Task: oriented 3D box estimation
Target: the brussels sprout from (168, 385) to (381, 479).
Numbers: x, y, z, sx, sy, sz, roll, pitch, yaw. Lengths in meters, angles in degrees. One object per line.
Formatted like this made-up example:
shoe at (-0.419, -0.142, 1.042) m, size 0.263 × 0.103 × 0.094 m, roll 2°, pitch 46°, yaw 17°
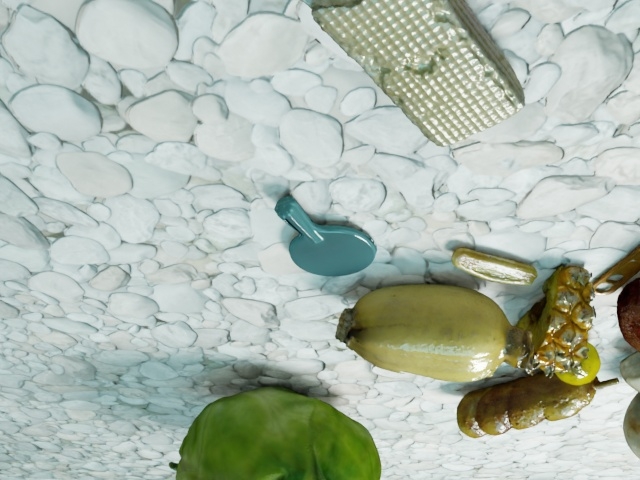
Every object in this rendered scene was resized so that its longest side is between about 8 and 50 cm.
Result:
brussels sprout at (-0.066, 0.487, 1.353) m, size 0.425 × 0.343 × 0.361 m, roll 31°, pitch 143°, yaw -32°

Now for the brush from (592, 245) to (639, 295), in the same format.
brush at (0.465, 0.001, 0.900) m, size 0.090 × 0.017 × 0.314 m, roll 11°, pitch 145°, yaw -8°

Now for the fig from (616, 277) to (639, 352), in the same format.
fig at (0.544, 0.090, 0.959) m, size 0.201 × 0.134 × 0.146 m, roll -23°, pitch -179°, yaw -13°

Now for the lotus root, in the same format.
lotus root at (0.175, 0.140, 1.016) m, size 0.303 × 0.131 × 0.146 m, roll 6°, pitch 132°, yaw 11°

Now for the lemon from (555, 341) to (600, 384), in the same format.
lemon at (0.448, 0.213, 1.153) m, size 0.082 × 0.082 × 0.110 m, roll -12°, pitch 155°, yaw 20°

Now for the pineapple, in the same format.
pineapple at (0.360, 0.150, 1.018) m, size 0.079 × 0.135 × 0.233 m, roll 2°, pitch 147°, yaw 2°

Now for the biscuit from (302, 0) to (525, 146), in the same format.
biscuit at (0.094, -0.180, 0.616) m, size 0.108 × 0.062 × 0.238 m, roll -23°, pitch 138°, yaw 32°

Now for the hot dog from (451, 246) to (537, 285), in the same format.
hot dog at (0.250, 0.039, 0.957) m, size 0.136 × 0.028 × 0.044 m, roll 12°, pitch 119°, yaw -17°

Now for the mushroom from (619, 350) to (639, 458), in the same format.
mushroom at (0.639, 0.286, 1.167) m, size 0.243 × 0.244 × 0.244 m, roll 2°, pitch 146°, yaw 1°

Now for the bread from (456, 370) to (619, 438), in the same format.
bread at (0.409, 0.304, 1.274) m, size 0.344 × 0.124 × 0.084 m, roll -30°, pitch 105°, yaw 39°

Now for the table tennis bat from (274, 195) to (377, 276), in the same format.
table tennis bat at (0.000, 0.000, 0.915) m, size 0.124 × 0.033 × 0.201 m, roll -18°, pitch 143°, yaw 24°
